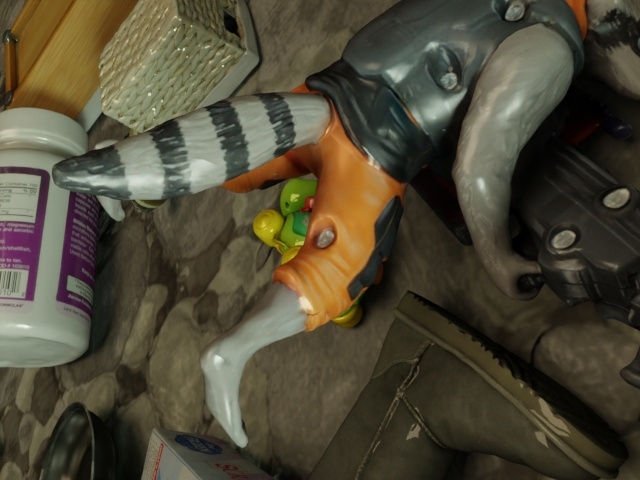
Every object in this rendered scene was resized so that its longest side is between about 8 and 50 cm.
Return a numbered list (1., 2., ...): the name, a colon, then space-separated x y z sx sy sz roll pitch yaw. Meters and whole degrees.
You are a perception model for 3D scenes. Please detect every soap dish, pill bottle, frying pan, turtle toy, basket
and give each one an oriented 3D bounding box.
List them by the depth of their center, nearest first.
1. turtle toy: 0.000 0.000 0.515 0.066 0.095 0.130 -40 46 1
2. frying pan: -0.222 0.243 0.653 0.326 0.053 0.197 -34 49 45
3. basket: -0.162 -0.200 0.746 0.167 0.103 0.113 -40 49 31
4. pill bottle: -0.365 -0.007 0.843 0.169 0.169 0.302 -25 58 39
5. soap dish: -0.354 -0.306 0.984 0.291 0.118 0.229 -43 48 27

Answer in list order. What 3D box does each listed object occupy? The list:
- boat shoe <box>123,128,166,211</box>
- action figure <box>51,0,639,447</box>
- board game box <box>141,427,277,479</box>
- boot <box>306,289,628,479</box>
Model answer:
1. boat shoe: -0.206 -0.086 0.793 0.049 0.056 0.152 -45 38 33
2. action figure: 0.059 -0.044 0.352 0.330 0.178 0.341 -33 41 -8
3. board game box: -0.085 0.308 0.426 0.318 0.065 0.319 -10 68 66
4. boot: 0.056 0.154 0.400 0.208 0.076 0.189 -60 28 3
